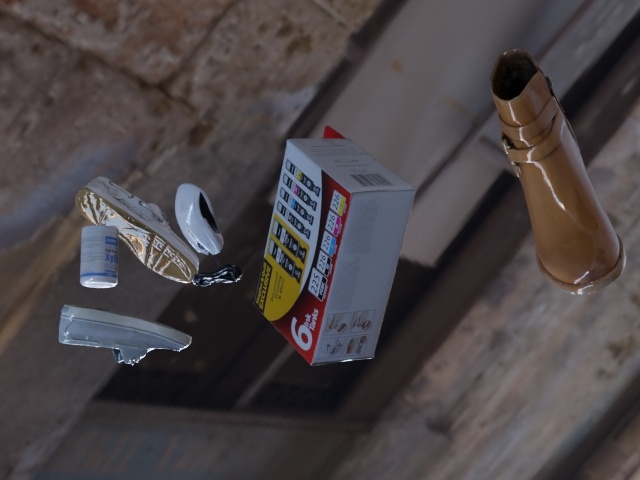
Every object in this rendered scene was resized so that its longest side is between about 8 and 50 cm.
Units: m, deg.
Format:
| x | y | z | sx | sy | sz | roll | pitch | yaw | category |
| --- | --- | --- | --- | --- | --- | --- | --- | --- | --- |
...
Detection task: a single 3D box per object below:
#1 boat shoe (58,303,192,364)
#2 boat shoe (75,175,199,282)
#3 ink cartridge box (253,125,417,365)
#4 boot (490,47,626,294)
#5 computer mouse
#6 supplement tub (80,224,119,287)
| x | y | z | sx | sy | sz | roll | pitch | yaw | category |
| --- | --- | --- | --- | --- | --- | --- | --- | --- | --- |
| -0.331 | 0.165 | 2.300 | 0.227 | 0.081 | 0.079 | 14 | 179 | -21 | boat shoe |
| -0.335 | -0.031 | 2.640 | 0.277 | 0.098 | 0.096 | 39 | -137 | -4 | boat shoe |
| 0.000 | 0.000 | 2.233 | 0.130 | 0.309 | 0.272 | -4 | -151 | -33 | ink cartridge box |
| 0.280 | -0.088 | 1.651 | 0.283 | 0.109 | 0.220 | -87 | -24 | -51 | boot |
| -0.203 | -0.005 | 2.311 | 0.106 | 0.042 | 0.193 | -1 | 120 | 40 | computer mouse |
| -0.408 | 0.030 | 2.532 | 0.071 | 0.107 | 0.071 | 0 | 169 | 0 | supplement tub |
